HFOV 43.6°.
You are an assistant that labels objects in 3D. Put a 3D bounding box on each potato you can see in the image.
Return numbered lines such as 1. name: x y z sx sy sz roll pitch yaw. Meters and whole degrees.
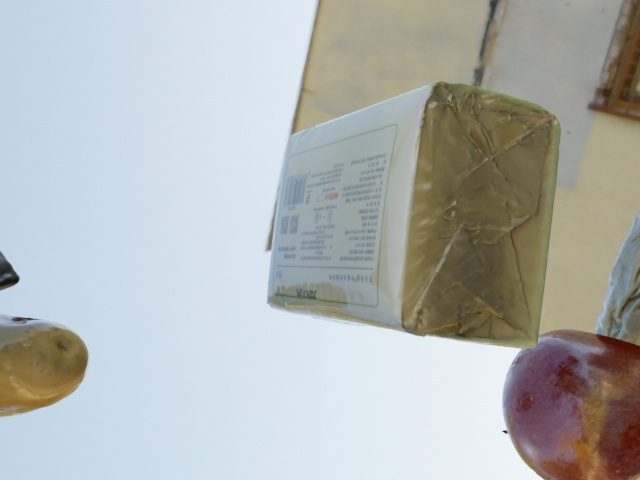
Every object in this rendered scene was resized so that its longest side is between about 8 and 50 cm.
1. potato: -0.396 0.151 0.983 0.150 0.233 0.146 -55 -32 -63

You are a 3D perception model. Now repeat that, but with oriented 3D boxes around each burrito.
1. burrito: 0.387 0.000 0.847 0.076 0.117 0.392 -71 -6 -65

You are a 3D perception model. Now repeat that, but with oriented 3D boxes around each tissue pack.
1. tissue pack: 0.057 -0.011 0.601 0.125 0.234 0.159 10 -96 -24

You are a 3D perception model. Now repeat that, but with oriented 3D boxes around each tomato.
1. tomato: 0.257 0.159 0.764 0.167 0.167 0.167 -41 -38 -43

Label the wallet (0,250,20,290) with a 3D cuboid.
1. wallet: -0.428 -0.002 0.595 0.323 0.247 0.041 -28 -20 -53
